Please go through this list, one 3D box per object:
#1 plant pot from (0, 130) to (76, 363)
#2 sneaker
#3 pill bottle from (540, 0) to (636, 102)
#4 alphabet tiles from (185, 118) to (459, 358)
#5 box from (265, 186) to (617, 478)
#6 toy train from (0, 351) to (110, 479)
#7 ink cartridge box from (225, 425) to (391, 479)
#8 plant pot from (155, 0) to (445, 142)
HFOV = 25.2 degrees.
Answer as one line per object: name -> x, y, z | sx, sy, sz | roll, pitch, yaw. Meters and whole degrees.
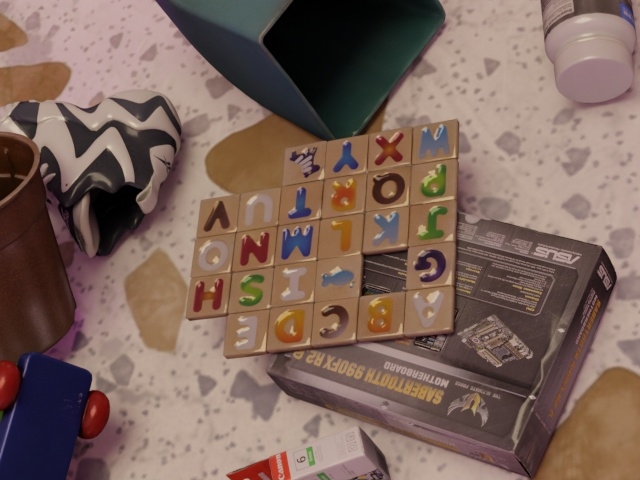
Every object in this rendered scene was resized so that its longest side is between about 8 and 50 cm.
plant pot -> -0.299, 0.016, 1.264 | 0.167, 0.165, 0.167 | -12, 32, 8
sneaker -> -0.247, -0.049, 1.343 | 0.235, 0.094, 0.153 | -5, 51, 9
pill bottle -> 0.229, -0.191, 1.227 | 0.078, 0.078, 0.137 | -11, 59, 18
alphabet tiles -> 0.000, 0.000, 1.191 | 0.237, 0.009, 0.198 | -8, 58, 21
box -> 0.096, 0.067, 1.148 | 0.231, 0.056, 0.183 | 14, 69, 31
toy train -> -0.273, 0.222, 1.192 | 0.143, 0.105, 0.248 | -13, 59, 54
ink cartridge box -> -0.009, 0.186, 1.121 | 0.115, 0.063, 0.029 | -22, 53, 11
plant pot -> -0.046, -0.225, 1.320 | 0.234, 0.165, 0.165 | 27, 75, 40
